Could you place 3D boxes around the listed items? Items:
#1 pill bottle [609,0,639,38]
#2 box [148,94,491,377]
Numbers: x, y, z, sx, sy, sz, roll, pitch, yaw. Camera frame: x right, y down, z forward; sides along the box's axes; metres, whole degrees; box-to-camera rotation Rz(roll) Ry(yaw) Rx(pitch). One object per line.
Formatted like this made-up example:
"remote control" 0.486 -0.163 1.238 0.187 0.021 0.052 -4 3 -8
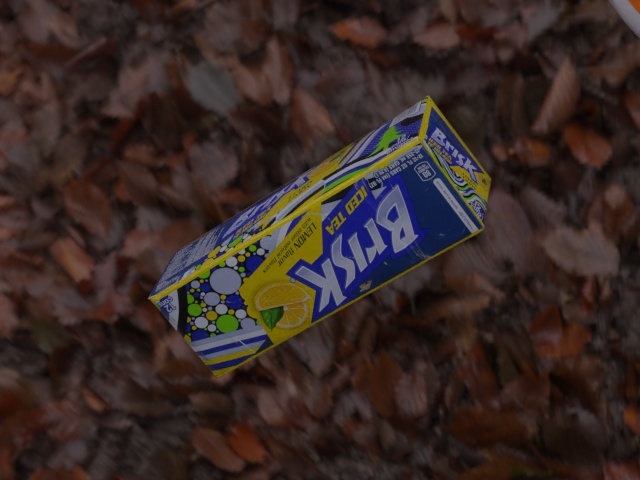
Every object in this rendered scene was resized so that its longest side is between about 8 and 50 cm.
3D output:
"pill bottle" 0.248 -0.194 0.727 0.121 0.221 0.121 16 47 -18
"box" 0.000 0.000 0.711 0.169 0.059 0.054 -30 20 25
